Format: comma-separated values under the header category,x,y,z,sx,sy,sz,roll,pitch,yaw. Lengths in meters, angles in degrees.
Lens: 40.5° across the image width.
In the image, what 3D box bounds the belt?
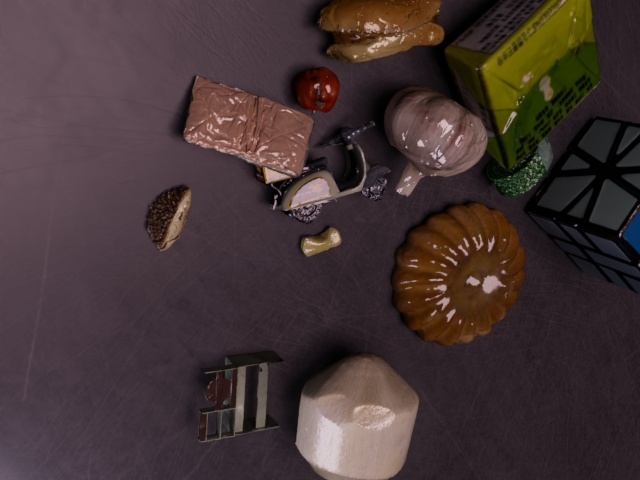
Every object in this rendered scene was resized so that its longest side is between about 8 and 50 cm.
category,x,y,z,sx,sy,sz,roll,pitch,yaw
belt,0.429,-0.157,1.839,0.151,0.121,0.079,-50,119,-12

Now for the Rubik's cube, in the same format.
category,x,y,z,sx,sy,sz,roll,pitch,yaw
Rubik's cube,0.684,-0.070,1.906,0.283,0.293,0.288,38,87,-29

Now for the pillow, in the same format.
category,x,y,z,sx,sy,sz,roll,pitch,yaw
pillow,-0.125,-0.201,1.537,0.232,0.043,0.126,17,73,-15

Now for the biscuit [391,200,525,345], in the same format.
category,x,y,z,sx,sy,sz,roll,pitch,yaw
biscuit,0.308,0.079,1.861,0.325,0.107,0.326,-7,109,-22

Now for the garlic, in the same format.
category,x,y,z,sx,sy,sz,roll,pitch,yaw
garlic,0.202,-0.178,1.667,0.218,0.218,0.212,17,110,-31

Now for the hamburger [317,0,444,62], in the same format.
category,x,y,z,sx,sy,sz,roll,pitch,yaw
hamburger,0.125,-0.404,1.601,0.262,0.131,0.124,-21,114,-27

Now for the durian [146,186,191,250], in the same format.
category,x,y,z,sx,sy,sz,roll,pitch,yaw
durian,-0.274,-0.043,1.557,0.130,0.052,0.066,-65,160,6

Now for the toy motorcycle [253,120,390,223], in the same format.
category,x,y,z,sx,sy,sz,roll,pitch,yaw
toy motorcycle,0.012,-0.126,1.647,0.263,0.091,0.157,-18,108,-20

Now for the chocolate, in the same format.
category,x,y,z,sx,sy,sz,roll,pitch,yaw
chocolate,0.403,-0.347,1.722,0.301,0.137,0.289,-43,139,-12

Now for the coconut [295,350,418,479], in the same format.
category,x,y,z,sx,sy,sz,roll,pitch,yaw
coconut,0.074,0.346,1.739,0.237,0.237,0.266,4,108,-29

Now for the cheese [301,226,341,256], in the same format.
category,x,y,z,sx,sy,sz,roll,pitch,yaw
cheese,0.000,0.000,1.711,0.083,0.030,0.044,-22,120,-15

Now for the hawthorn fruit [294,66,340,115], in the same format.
category,x,y,z,sx,sy,sz,roll,pitch,yaw
hawthorn fruit,-0.004,-0.274,1.598,0.093,0.093,0.093,-8,109,-26

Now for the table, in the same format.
category,x,y,z,sx,sy,sz,roll,pitch,yaw
table,-0.163,0.303,1.696,0.175,0.062,0.146,-3,106,-28
